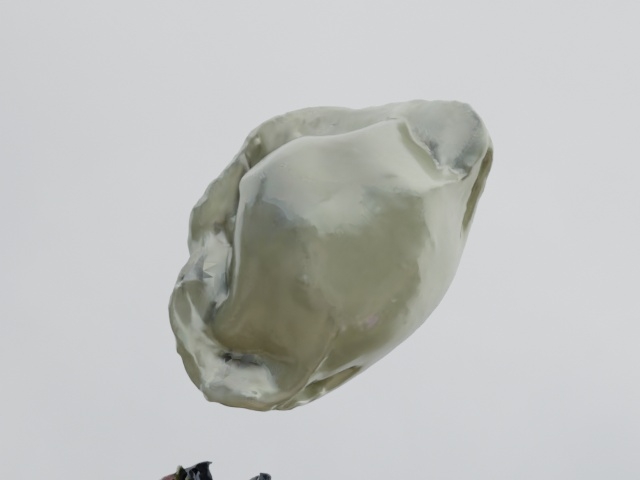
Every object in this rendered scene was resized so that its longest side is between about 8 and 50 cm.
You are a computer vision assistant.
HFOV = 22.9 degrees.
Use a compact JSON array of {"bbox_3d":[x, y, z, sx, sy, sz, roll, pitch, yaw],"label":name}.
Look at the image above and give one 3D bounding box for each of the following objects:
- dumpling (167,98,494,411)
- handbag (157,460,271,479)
[{"bbox_3d":[0.000,0.000,0.983,0.162,0.250,0.132,30,-20,29],"label":"dumpling"},{"bbox_3d":[-0.145,0.361,1.324,0.122,0.303,0.329,14,-26,-21],"label":"handbag"}]
